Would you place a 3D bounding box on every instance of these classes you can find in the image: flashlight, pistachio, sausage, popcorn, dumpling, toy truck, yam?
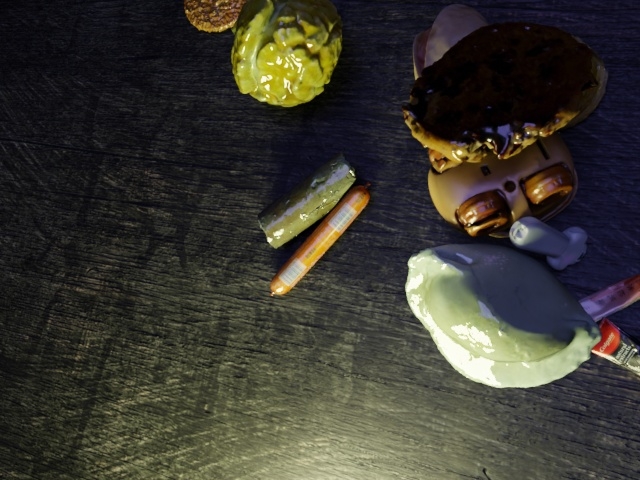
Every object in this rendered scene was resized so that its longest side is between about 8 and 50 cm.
[{"bbox_3d":[0.428,0.000,1.045,0.093,0.201,0.047,-61,36,21],"label":"flashlight"},{"bbox_3d":[0.286,-0.356,1.176,0.188,0.187,0.299,-13,66,18],"label":"pistachio"},{"bbox_3d":[0.000,0.000,1.282,0.053,0.053,0.347,44,96,23],"label":"sausage"},{"bbox_3d":[-0.085,-0.446,1.303,0.282,0.282,0.247,-19,41,17],"label":"popcorn"},{"bbox_3d":[0.319,0.136,1.045,0.270,0.212,0.320,-45,57,10],"label":"dumpling"},{"bbox_3d":[0.361,-0.123,1.085,0.288,0.211,0.204,-26,70,11],"label":"toy truck"},{"bbox_3d":[-0.026,-0.094,1.286,0.259,0.106,0.106,-35,68,10],"label":"yam"}]

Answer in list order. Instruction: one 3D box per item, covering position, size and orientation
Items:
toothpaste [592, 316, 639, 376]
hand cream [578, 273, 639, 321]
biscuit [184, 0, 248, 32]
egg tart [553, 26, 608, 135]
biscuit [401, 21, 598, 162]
[{"bbox_3d":[0.590,0.223,1.010,0.193,0.045,0.071,34,108,27],"label":"toothpaste"},{"bbox_3d":[0.559,0.109,1.055,0.216,0.038,0.052,-32,41,16],"label":"hand cream"},{"bbox_3d":[-0.279,-0.705,1.557,0.254,0.035,0.253,-5,77,21],"label":"biscuit"},{"bbox_3d":[0.473,-0.346,1.157,0.232,0.098,0.252,-9,79,23],"label":"egg tart"},{"bbox_3d":[0.316,-0.262,0.990,0.334,0.081,0.289,-35,52,-3],"label":"biscuit"}]
